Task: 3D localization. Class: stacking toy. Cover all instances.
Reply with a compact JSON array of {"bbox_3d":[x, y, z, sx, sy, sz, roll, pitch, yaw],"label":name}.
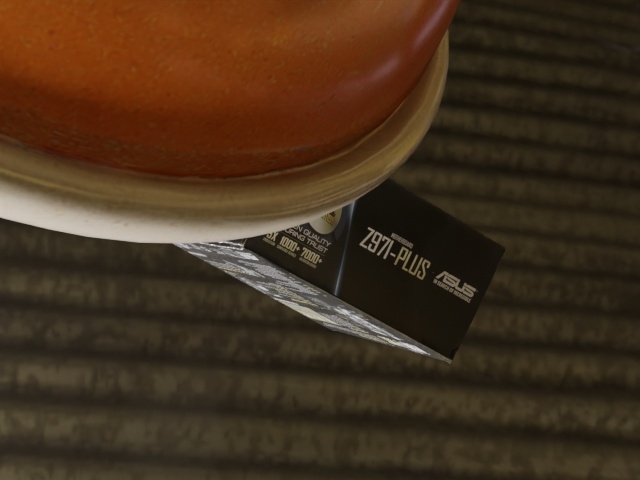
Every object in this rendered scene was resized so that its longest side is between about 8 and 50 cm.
[{"bbox_3d":[0.002,-0.257,0.345,0.350,0.480,0.351,22,-136,-23],"label":"stacking toy"}]

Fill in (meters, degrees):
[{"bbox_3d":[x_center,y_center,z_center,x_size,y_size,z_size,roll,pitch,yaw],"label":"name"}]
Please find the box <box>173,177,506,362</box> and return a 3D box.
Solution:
[{"bbox_3d":[0.000,0.000,0.779,0.147,0.180,0.078,30,-99,-20],"label":"box"}]
